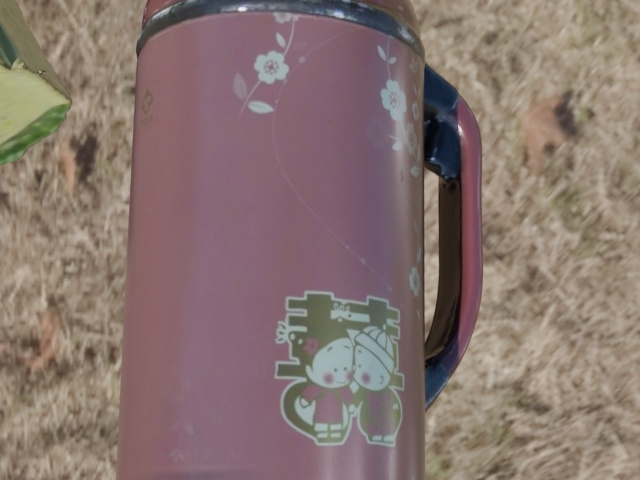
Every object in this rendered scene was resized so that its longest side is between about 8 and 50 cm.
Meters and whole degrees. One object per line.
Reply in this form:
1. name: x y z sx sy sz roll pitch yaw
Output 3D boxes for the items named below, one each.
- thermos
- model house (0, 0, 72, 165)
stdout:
1. thermos: -0.002 -0.002 0.531 0.136 0.109 0.330 1 75 -3
2. model house: -0.390 -0.181 1.205 0.261 0.321 0.266 -27 82 6
